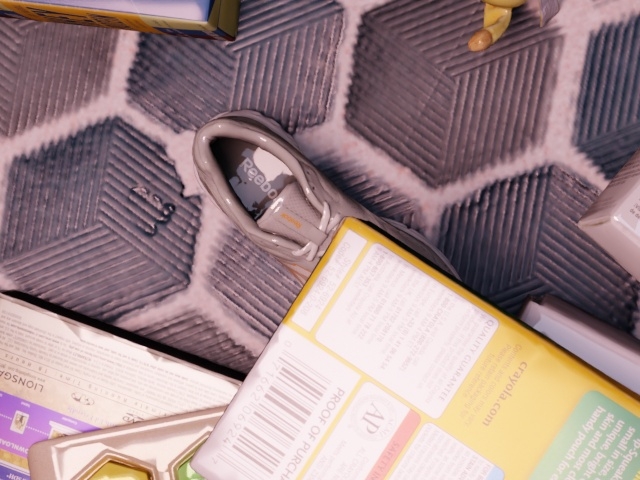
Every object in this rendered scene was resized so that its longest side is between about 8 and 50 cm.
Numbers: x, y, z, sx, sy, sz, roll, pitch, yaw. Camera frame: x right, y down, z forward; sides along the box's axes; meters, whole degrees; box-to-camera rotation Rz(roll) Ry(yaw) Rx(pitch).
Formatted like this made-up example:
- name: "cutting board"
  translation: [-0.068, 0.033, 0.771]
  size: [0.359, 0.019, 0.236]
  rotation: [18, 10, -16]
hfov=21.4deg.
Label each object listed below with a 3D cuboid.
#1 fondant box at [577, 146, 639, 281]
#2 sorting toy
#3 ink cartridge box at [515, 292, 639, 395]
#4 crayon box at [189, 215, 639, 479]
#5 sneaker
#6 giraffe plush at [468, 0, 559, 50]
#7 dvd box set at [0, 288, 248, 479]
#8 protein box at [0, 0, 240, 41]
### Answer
- name: "fondant box"
  translation: [0.376, -0.057, 1.158]
  size: [0.238, 0.096, 0.330]
  rotation: [41, 85, -2]
- name: "sorting toy"
  translation: [-0.108, 0.230, 1.275]
  size: [0.208, 0.038, 0.193]
  rotation: [-11, 90, 5]
- name: "ink cartridge box"
  translation: [0.187, 0.272, 1.239]
  size: [0.285, 0.166, 0.395]
  rotation: [28, 93, 6]
- name: "crayon box"
  translation: [0.103, 0.154, 1.127]
  size: [0.323, 0.083, 0.203]
  rotation: [33, 94, 12]
- name: "sneaker"
  translation: [0.000, 0.000, 1.280]
  size: [0.262, 0.121, 0.099]
  rotation: [37, 95, 5]
- name: "giraffe plush"
  translation: [0.110, -0.265, 1.253]
  size: [0.170, 0.210, 0.181]
  rotation: [40, 66, 20]
- name: "dvd box set"
  translation: [-0.177, 0.285, 1.333]
  size: [0.308, 0.062, 0.420]
  rotation: [19, 92, 5]
- name: "protein box"
  translation: [-0.162, -0.264, 1.287]
  size: [0.201, 0.136, 0.199]
  rotation: [7, 92, 6]
